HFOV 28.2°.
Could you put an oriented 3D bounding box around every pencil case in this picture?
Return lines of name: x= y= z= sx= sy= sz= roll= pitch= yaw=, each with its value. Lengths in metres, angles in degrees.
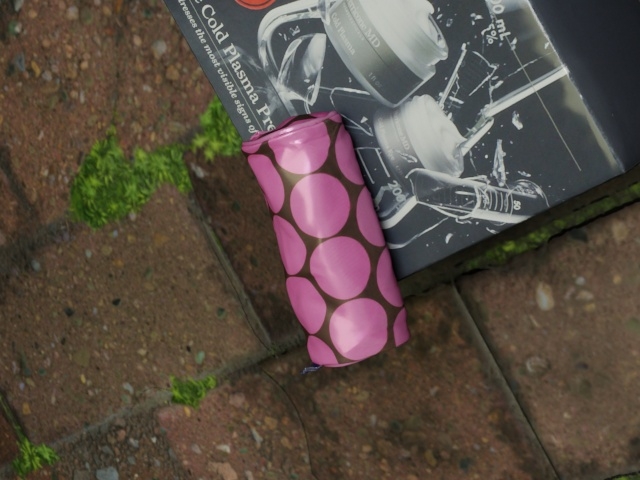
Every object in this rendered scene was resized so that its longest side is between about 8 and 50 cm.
pencil case: x=0.000 y=0.000 z=1.042 sx=0.098 sy=0.095 sz=0.209 roll=3 pitch=111 yaw=58

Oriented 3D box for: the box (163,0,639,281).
box: x=0.082 y=-0.168 z=1.079 sx=0.312 sy=0.179 sz=0.343 roll=-29 pitch=92 yaw=39
